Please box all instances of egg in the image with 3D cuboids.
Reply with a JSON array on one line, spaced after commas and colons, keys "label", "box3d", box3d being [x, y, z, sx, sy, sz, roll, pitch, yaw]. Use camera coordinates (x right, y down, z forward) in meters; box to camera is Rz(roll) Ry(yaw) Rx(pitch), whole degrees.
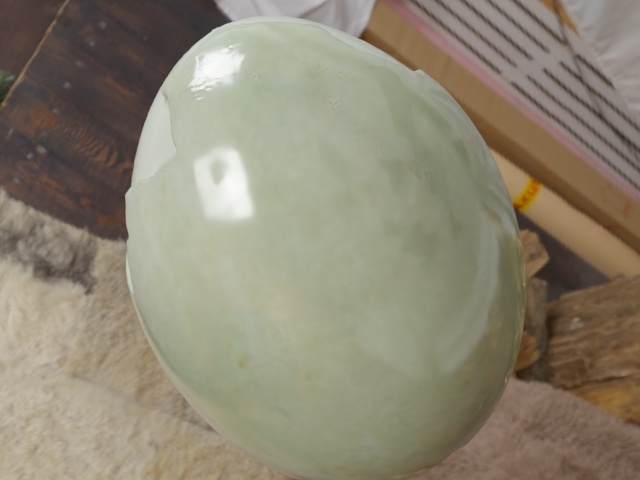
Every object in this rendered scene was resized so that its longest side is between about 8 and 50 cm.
[{"label": "egg", "box3d": [0.000, 0.000, 0.635, 0.278, 0.278, 0.336, -42, 124, -40]}]
